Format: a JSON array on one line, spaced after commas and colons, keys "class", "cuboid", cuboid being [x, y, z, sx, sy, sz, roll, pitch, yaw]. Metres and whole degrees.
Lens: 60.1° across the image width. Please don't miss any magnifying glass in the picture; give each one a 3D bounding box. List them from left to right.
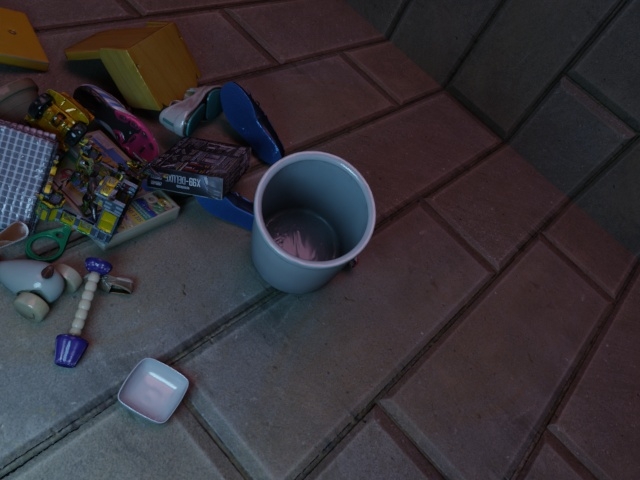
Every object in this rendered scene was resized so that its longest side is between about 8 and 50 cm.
[{"class": "magnifying glass", "cuboid": [-0.726, -0.018, 1.556, 0.092, 0.026, 0.231, 33, 46, 1]}]

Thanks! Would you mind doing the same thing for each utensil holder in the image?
[{"class": "utensil holder", "cuboid": [-0.041, -0.030, 1.619, 0.327, 0.385, 0.328, 3, 72, -9]}]

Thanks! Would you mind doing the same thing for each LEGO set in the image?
[{"class": "LEGO set", "cuboid": [-0.594, -0.166, 1.500, 0.255, 0.192, 0.331, 34, 38, -8]}]

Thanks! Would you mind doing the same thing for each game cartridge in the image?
[{"class": "game cartridge", "cuboid": [-1.118, -0.696, 1.850, 0.323, 0.053, 0.285, -6, 55, -48]}]

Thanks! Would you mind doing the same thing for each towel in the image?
[{"class": "towel", "cuboid": [-0.841, -0.175, 1.456, 0.234, 0.284, 0.121, 17, 3, -13]}]

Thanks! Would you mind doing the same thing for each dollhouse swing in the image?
[{"class": "dollhouse swing", "cuboid": [-0.694, -0.633, 2.050, 0.315, 0.304, 0.347, 65, 28, -29]}]

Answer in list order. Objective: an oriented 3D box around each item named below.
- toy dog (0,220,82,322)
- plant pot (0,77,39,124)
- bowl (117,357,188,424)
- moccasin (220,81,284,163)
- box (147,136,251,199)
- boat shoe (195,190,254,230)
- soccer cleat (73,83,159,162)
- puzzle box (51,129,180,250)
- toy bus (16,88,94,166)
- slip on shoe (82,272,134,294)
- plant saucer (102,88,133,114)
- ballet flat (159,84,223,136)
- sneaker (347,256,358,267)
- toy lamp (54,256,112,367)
[{"class": "toy dog", "cuboid": [-0.765, 0.059, 1.367, 0.333, 0.161, 0.220, 16, 47, -16]}, {"class": "plant pot", "cuboid": [-0.909, -0.362, 1.625, 0.110, 0.237, 0.237, 53, 43, -14]}, {"class": "bowl", "cuboid": [-0.414, 0.376, 1.366, 0.142, 0.053, 0.142, 31, 45, -2]}, {"class": "moccasin", "cuboid": [-0.258, -0.437, 2.091, 0.342, 0.137, 0.117, 60, 21, -8]}, {"class": "box", "cuboid": [-0.381, -0.241, 1.788, 0.242, 0.077, 0.307, 10, 29, 5]}, {"class": "boat shoe", "cuboid": [-0.297, -0.115, 1.835, 0.258, 0.109, 0.089, 34, 35, -22]}, {"class": "soccer cleat", "cuboid": [-0.658, -0.397, 1.837, 0.331, 0.116, 0.143, 43, 16, -13]}, {"class": "puzzle box", "cuboid": [-0.662, -0.165, 1.671, 0.409, 0.052, 0.272, 41, 44, 14]}, {"class": "toy bus", "cuboid": [-0.773, -0.325, 1.615, 0.149, 0.220, 0.211, 41, 7, -19]}, {"class": "slip on shoe", "cuboid": [-0.576, 0.122, 1.499, 0.135, 0.051, 0.041, 14, 41, -28]}, {"class": "plant saucer", "cuboid": [-0.739, -0.475, 1.935, 0.168, 0.029, 0.169, 15, 46, -16]}, {"class": "ballet flat", "cuboid": [-0.457, -0.489, 1.997, 0.139, 0.139, 0.400, 29, 32, -3]}, {"class": "sneaker", "cuboid": [0.000, 0.000, 1.889, 0.299, 0.121, 0.112, 36, 74, 2]}, {"class": "toy lamp", "cuboid": [-0.596, 0.180, 1.390, 0.080, 0.080, 0.275, 18, 61, -14]}]
